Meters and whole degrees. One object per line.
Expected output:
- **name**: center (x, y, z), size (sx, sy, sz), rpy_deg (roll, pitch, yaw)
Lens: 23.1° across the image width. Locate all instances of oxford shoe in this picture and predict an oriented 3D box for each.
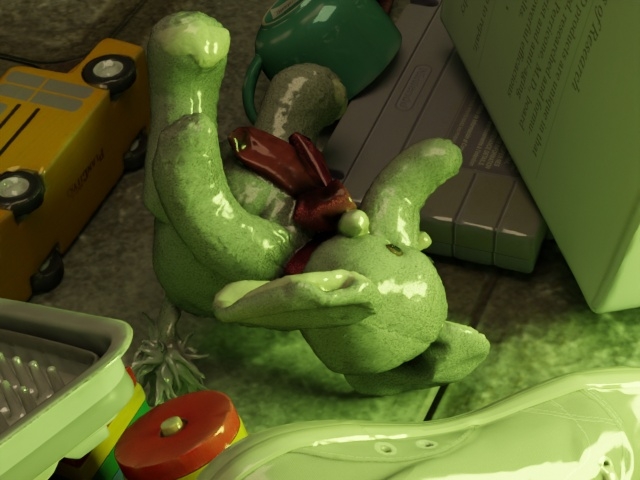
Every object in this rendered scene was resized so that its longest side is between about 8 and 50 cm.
- **oxford shoe**: center (0.124, 0.185, 1.039), size (0.449, 0.169, 0.130), rpy_deg (-4, 32, -34)

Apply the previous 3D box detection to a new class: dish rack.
- **dish rack**: center (-0.295, 0.145, 1.093), size (0.285, 0.072, 0.333), rpy_deg (-36, 24, -32)

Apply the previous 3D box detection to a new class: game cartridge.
- **game cartridge**: center (0.147, -0.115, 1.501), size (0.230, 0.068, 0.355), rpy_deg (15, 45, 14)

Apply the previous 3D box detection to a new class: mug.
- **mug**: center (-0.007, -0.188, 1.520), size (0.129, 0.097, 0.158), rpy_deg (-13, 33, 49)

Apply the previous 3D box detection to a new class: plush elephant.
- **plush elephant**: center (0.000, 0.000, 1.227), size (0.255, 0.272, 0.330), rpy_deg (11, 82, 27)

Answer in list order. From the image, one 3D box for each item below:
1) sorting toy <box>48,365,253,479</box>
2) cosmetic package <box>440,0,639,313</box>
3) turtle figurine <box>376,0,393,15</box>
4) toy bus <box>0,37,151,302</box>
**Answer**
- **sorting toy**: center (-0.166, 0.185, 1.090), size (0.255, 0.089, 0.257), rpy_deg (-37, 25, -31)
- **cosmetic package**: center (0.339, -0.202, 1.326), size (0.329, 0.327, 0.394), rpy_deg (-8, 49, -18)
- **turtle figurine**: center (0.027, -0.365, 1.680), size (0.266, 0.198, 0.274), rpy_deg (-28, 51, -29)
- **toy bus**: center (-0.272, -0.056, 1.425), size (0.130, 0.108, 0.333), rpy_deg (12, 45, 18)
